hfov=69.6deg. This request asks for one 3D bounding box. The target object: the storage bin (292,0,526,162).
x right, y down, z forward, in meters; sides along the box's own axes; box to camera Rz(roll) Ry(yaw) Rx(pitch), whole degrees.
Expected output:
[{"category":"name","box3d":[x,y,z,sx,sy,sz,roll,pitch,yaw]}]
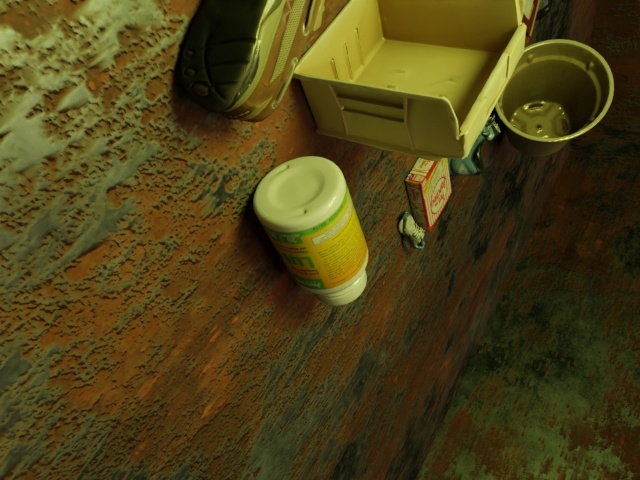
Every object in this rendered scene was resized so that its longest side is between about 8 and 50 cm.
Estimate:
[{"category":"storage bin","box3d":[0.142,-0.271,0.702,0.262,0.260,0.123,-57,149,-23]}]

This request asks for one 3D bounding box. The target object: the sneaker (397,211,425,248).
[{"category":"sneaker","box3d":[0.237,-0.024,1.164,0.052,0.058,0.135,-58,145,-20]}]

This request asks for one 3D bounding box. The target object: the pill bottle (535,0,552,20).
[{"category":"pill bottle","box3d":[0.592,-0.714,1.297,0.219,0.122,0.123,8,99,-59]}]

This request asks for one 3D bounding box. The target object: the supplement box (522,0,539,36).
[{"category":"supplement box","box3d":[0.456,-0.625,1.126,0.194,0.129,0.191,-9,113,-55]}]

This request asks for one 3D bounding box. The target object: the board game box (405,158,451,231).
[{"category":"board game box","box3d":[0.282,-0.138,1.186,0.147,0.045,0.193,-57,146,-22]}]

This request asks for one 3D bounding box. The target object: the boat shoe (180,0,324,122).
[{"category":"boat shoe","box3d":[-0.053,-0.292,0.537,0.324,0.122,0.120,-65,154,4]}]

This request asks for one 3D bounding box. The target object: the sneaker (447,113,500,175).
[{"category":"sneaker","box3d":[0.389,-0.317,1.164,0.129,0.147,0.330,-37,134,-43]}]

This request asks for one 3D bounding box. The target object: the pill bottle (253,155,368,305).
[{"category":"pill bottle","box3d":[0.000,0.000,0.733,0.136,0.136,0.246,-55,145,-25]}]

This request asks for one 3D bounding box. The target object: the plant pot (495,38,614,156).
[{"category":"plant pot","box3d":[0.749,-0.433,1.543,0.334,0.333,0.305,-69,160,-4]}]
